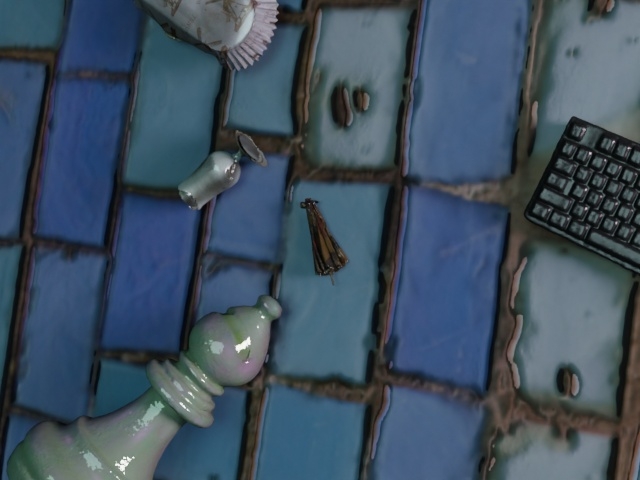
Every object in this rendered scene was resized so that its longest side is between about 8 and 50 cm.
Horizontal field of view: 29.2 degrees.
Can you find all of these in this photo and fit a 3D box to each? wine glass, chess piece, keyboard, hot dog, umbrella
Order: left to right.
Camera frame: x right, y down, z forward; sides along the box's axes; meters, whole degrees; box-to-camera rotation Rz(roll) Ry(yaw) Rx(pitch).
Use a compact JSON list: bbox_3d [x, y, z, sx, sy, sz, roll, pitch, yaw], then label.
[{"bbox_3d":[-0.137,0.146,1.082,0.272,0.139,0.139,-45,65,3],"label":"chess piece"},{"bbox_3d":[-0.116,-0.232,1.156,0.192,0.053,0.099,34,97,30],"label":"hot dog"},{"bbox_3d":[-0.091,-0.061,1.127,0.083,0.042,0.039,-39,29,21],"label":"wine glass"},{"bbox_3d":[0.001,0.000,1.079,0.031,0.020,0.083,-25,67,21],"label":"umbrella"},{"bbox_3d":[0.305,0.003,0.919,0.310,0.018,0.100,29,97,28],"label":"keyboard"}]
